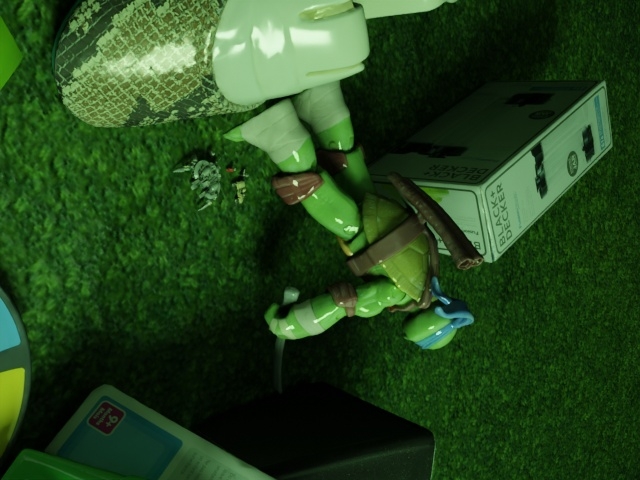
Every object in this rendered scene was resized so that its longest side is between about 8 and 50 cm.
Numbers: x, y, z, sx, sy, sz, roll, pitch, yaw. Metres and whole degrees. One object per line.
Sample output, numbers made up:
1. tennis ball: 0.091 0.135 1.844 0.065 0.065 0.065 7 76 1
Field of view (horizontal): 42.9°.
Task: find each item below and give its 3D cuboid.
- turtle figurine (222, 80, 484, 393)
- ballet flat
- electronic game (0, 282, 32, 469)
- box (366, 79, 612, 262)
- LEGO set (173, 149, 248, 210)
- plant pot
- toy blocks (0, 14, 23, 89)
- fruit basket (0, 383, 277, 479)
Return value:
1. turtle figurine: 0.000 0.000 0.781 0.198 0.275 0.266 -31 99 -20
2. ballet flat: 0.011 -0.224 0.685 0.483 0.182 0.164 -42 149 -34
3. electronic game: -0.296 0.104 0.526 0.229 0.048 0.229 -12 106 -46
4. box: 0.194 -0.092 0.933 0.290 0.169 0.087 -37 123 -36
5. LEGO set: -0.093 -0.055 0.733 0.083 0.023 0.054 -13 107 -45
6. plant pot: -0.026 0.248 0.762 0.167 0.188 0.187 5 94 -35
7. toy blocks: -0.256 -0.179 0.326 0.381 0.261 0.190 -62 173 -20
8. fruit basket: -0.108 0.303 0.540 0.327 0.353 0.165 -57 157 -22
